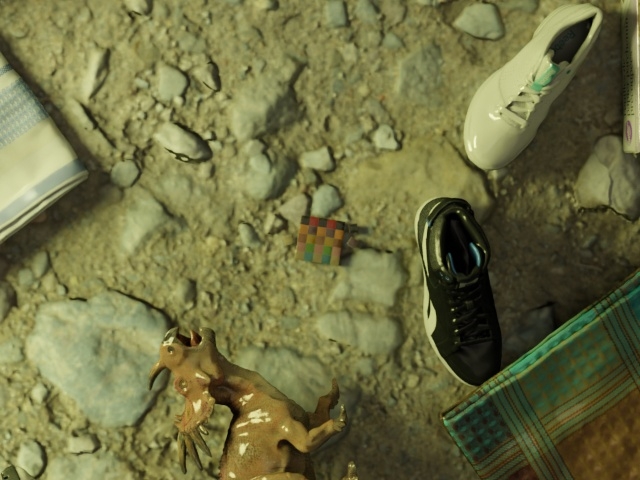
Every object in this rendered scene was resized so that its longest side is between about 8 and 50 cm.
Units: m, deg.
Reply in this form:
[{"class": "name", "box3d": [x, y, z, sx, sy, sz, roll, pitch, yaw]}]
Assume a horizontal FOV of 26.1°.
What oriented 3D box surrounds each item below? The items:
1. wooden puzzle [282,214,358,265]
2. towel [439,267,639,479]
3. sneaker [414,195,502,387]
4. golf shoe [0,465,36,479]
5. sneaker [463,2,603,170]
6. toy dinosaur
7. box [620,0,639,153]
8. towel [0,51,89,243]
[{"class": "wooden puzzle", "box3d": [0.000, 0.000, 1.514, 0.083, 0.006, 0.049, 9, 92, -6]}, {"class": "towel", "box3d": [0.349, 0.191, 1.524, 0.370, 0.040, 0.271, -35, 104, -3]}, {"class": "sneaker", "box3d": [0.150, 0.061, 1.474, 0.079, 0.121, 0.217, -16, 95, -3]}, {"class": "golf shoe", "box3d": [-0.259, 0.303, 1.483, 0.094, 0.077, 0.198, -43, 100, -16]}, {"class": "sneaker", "box3d": [0.230, -0.170, 1.481, 0.080, 0.094, 0.212, 34, 90, -7]}, {"class": "toy dinosaur", "box3d": [-0.065, 0.237, 1.435, 0.200, 0.127, 0.296, -10, 69, -2]}, {"class": "box", "box3d": [0.366, -0.257, 1.504, 0.067, 0.063, 0.324, -1, 93, -4]}, {"class": "towel", "box3d": [-0.406, -0.118, 1.458, 0.209, 0.034, 0.285, -36, 95, -3]}]
